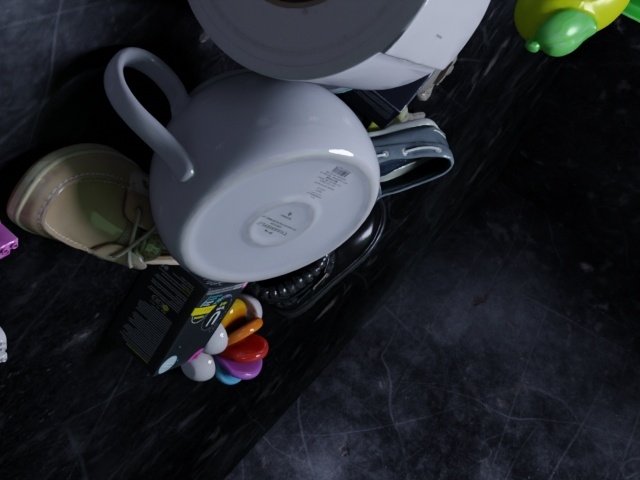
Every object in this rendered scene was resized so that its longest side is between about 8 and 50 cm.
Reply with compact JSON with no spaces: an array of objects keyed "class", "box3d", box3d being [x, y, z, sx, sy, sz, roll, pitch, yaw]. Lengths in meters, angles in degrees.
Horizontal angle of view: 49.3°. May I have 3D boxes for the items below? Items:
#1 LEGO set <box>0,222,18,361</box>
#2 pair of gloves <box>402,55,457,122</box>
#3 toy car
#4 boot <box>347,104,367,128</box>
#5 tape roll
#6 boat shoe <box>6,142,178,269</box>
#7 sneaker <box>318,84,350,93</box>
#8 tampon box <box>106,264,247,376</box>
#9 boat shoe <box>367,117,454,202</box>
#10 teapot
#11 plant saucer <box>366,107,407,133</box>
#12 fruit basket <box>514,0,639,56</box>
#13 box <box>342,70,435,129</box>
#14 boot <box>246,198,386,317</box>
[{"class":"LEGO set","box3d":[-0.323,0.068,0.629,0.087,0.093,0.227,-38,159,-43]},{"class":"pair of gloves","box3d":[0.193,-0.289,1.441,0.204,0.042,0.240,-38,161,-53]},{"class":"toy car","box3d":[-0.164,0.200,1.317,0.159,0.136,0.182,-34,156,-51]},{"class":"boot","box3d":[0.078,-0.231,1.236,0.099,0.045,0.121,-52,168,-23]},{"class":"tape roll","box3d":[0.020,-0.258,0.610,0.246,0.246,0.169,-58,163,21]},{"class":"boat shoe","box3d":[-0.206,-0.023,0.756,0.109,0.098,0.302,-53,165,4]},{"class":"sneaker","box3d":[0.122,-0.298,0.967,0.302,0.108,0.121,-34,166,14]},{"class":"tampon box","box3d":[-0.207,0.097,1.020,0.161,0.101,0.120,-56,164,16]},{"class":"boat shoe","box3d":[0.075,-0.113,1.181,0.319,0.099,0.116,-21,143,-10]},{"class":"teapot","box3d":[-0.075,-0.089,0.730,0.252,0.187,0.256,-16,151,-16]},{"class":"plant saucer","box3d":[0.102,-0.179,1.311,0.188,0.045,0.188,-61,179,37]},{"class":"fruit basket","box3d":[0.424,-0.469,1.069,0.392,0.392,0.283,-41,165,-35]},{"class":"box","box3d":[0.124,-0.272,1.098,0.156,0.093,0.158,-51,-176,-3]},{"class":"boot","box3d":[0.003,0.003,1.374,0.348,0.131,0.260,-50,164,-10]}]
